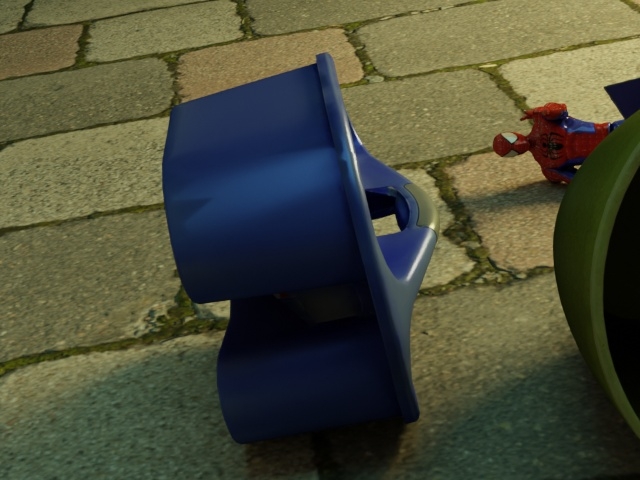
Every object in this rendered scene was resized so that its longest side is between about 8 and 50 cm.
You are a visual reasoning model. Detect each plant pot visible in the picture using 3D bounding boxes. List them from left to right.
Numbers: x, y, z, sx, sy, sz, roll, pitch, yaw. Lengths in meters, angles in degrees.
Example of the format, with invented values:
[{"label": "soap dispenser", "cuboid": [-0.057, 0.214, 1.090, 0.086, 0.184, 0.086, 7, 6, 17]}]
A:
[{"label": "plant pot", "cuboid": [0.265, 0.008, 0.888, 0.275, 0.274, 0.293, -11, 8, -6]}]

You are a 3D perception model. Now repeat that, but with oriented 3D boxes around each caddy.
[{"label": "caddy", "cuboid": [0.000, 0.000, 0.991, 0.179, 0.241, 0.341, -15, 23, 3]}]

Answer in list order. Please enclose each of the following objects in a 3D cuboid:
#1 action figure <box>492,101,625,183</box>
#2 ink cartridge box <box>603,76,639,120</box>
[{"label": "action figure", "cuboid": [0.296, -0.090, 1.271, 0.280, 0.091, 0.139, 0, 12, 20]}, {"label": "ink cartridge box", "cuboid": [0.353, -0.064, 1.026, 0.208, 0.206, 0.045, -15, 39, 39]}]
